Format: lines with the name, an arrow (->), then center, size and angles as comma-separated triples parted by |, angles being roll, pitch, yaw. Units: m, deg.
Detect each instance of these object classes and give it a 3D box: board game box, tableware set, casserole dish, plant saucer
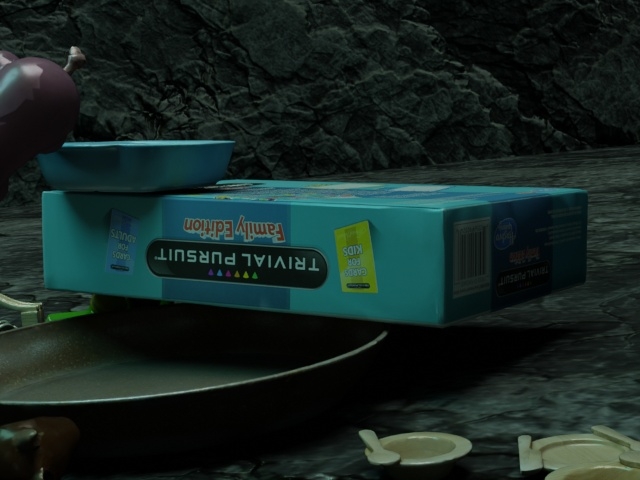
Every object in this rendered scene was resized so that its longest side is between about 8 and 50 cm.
board game box -> 0.000, 0.000, 0.970 | 0.336, 0.079, 0.253 | 3, 6, 32
tableware set -> 0.091, 0.113, 0.616 | 0.168, 0.020, 0.141 | -5, 7, -3
casserole dish -> -0.137, -0.057, 0.958 | 0.114, 0.037, 0.188 | 2, 6, 17
plant saucer -> -0.107, 0.088, 0.840 | 0.310, 0.050, 0.310 | -4, 6, 0

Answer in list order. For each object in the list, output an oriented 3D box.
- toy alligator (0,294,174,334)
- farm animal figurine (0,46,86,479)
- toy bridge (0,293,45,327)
toy alligator -> -0.175, 0.075, 1.006 | 0.189, 0.056, 0.051 | -11, 51, -50
farm animal figurine -> -0.217, 0.000, 0.473 | 0.326, 0.330, 0.172 | -8, 10, -31
toy bridge -> -0.339, 0.065, 1.128 | 0.188, 0.063, 0.026 | -4, 7, 5
